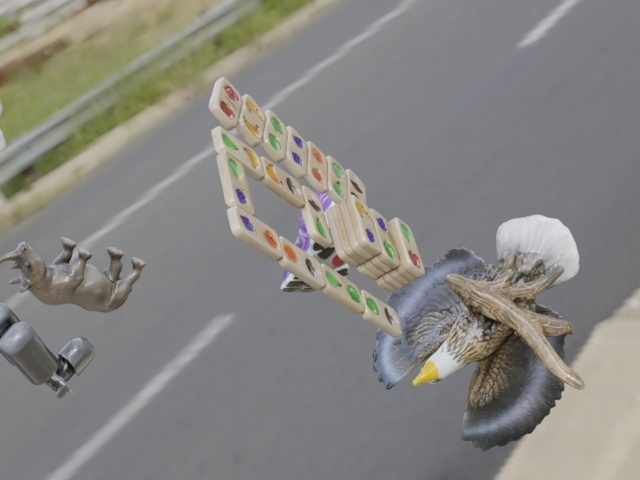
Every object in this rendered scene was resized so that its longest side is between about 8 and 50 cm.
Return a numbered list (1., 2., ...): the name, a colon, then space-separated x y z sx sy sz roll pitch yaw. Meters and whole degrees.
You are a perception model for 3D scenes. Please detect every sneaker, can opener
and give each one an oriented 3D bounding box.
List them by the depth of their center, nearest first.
1. sneaker: 0.000 0.000 1.508 0.068 0.071 0.170 -1 -33 -22
2. can opener: -0.358 0.132 1.814 0.095 0.076 0.283 -48 -14 -14

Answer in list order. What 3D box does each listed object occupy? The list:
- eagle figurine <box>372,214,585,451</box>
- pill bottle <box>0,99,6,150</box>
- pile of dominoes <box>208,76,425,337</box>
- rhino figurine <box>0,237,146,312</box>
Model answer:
1. eagle figurine: 0.189 0.116 1.696 0.225 0.226 0.298 -6 -19 -6
2. pill bottle: -0.552 -0.227 2.137 0.117 0.208 0.117 -14 19 5
3. pile of dominoes: 0.000 -0.038 1.216 0.040 0.251 0.196 -32 50 21
4. rhino figurine: -0.403 0.056 2.248 0.073 0.243 0.106 34 106 50
